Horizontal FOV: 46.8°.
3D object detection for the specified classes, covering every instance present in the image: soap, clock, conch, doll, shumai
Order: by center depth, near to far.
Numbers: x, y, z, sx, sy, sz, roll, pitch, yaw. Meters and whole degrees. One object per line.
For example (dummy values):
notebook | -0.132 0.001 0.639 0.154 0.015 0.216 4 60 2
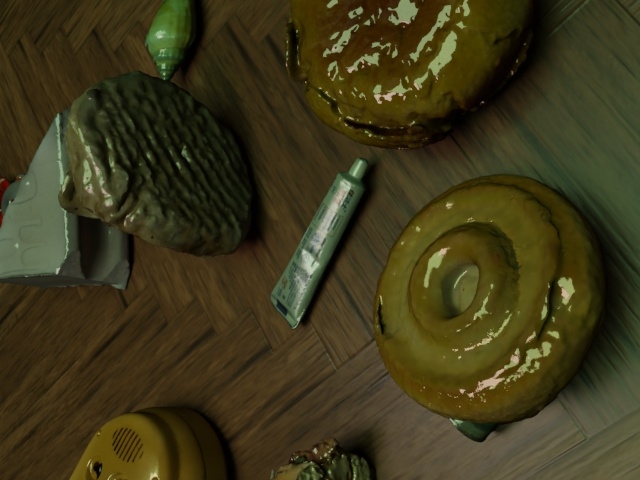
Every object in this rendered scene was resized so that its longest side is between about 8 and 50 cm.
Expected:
clock | -0.282 0.415 1.147 0.244 0.200 0.317 23 91 36
shumai | -0.276 -0.072 1.155 0.314 0.267 0.262 46 139 -11
conch | -0.250 -0.362 1.248 0.094 0.079 0.201 -12 62 47
soap | -0.479 -0.060 1.339 0.257 0.159 0.303 -6 82 37
doll | -0.619 -0.067 1.483 0.245 0.076 0.143 -7 83 38

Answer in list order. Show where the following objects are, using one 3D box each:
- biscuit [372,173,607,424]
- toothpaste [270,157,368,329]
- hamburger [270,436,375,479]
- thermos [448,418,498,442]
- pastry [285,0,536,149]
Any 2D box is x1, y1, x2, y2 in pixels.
biscuit | 0.178 0.060 0.850 0.296 0.102 0.297 -27 50 37
toothpaste | 0.001 0.001 1.060 0.069 0.047 0.268 32 108 13
hamburger | -0.029 0.430 0.990 0.245 0.155 0.282 -30 65 37
thermos | 0.231 0.150 0.878 0.073 0.083 0.188 36 111 -13
pastry | 0.102 -0.290 0.943 0.355 0.163 0.356 -5 81 36
